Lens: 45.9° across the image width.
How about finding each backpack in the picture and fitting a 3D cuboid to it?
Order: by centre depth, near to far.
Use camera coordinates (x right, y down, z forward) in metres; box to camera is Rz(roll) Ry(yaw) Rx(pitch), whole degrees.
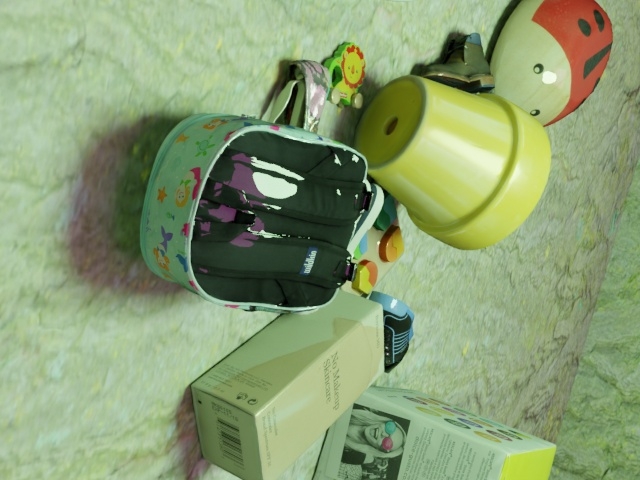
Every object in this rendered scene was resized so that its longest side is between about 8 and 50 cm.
[{"bbox_3d":[-0.087,-0.035,0.881,0.254,0.191,0.225,4,103,-53],"label":"backpack"}]

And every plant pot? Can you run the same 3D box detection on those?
[{"bbox_3d":[0.192,-0.140,1.208,0.239,0.254,0.253,24,83,-32],"label":"plant pot"}]

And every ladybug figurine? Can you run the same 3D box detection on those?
[{"bbox_3d":[0.517,-0.400,1.652,0.449,0.162,0.305,-44,137,-38],"label":"ladybug figurine"}]

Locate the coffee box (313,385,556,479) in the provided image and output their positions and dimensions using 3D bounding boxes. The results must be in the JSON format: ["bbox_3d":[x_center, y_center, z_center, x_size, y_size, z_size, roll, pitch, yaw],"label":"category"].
[{"bbox_3d":[0.206,0.490,1.430,0.338,0.335,0.337,21,87,-57],"label":"coffee box"}]

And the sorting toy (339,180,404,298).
[{"bbox_3d":[0.087,0.007,1.307,0.193,0.038,0.208,-46,139,-36],"label":"sorting toy"}]

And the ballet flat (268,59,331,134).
[{"bbox_3d":[-0.039,-0.138,1.031,0.079,0.077,0.221,7,94,-39],"label":"ballet flat"}]

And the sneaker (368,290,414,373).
[{"bbox_3d":[0.122,0.172,1.376,0.090,0.082,0.232,-64,155,-20],"label":"sneaker"}]

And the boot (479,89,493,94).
[{"bbox_3d":[0.288,-0.159,1.484,0.229,0.091,0.262,-19,117,-51],"label":"boot"}]

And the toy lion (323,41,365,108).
[{"bbox_3d":[0.035,-0.247,1.122,0.100,0.034,0.096,-5,101,-55],"label":"toy lion"}]

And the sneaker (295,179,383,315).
[{"bbox_3d":[0.000,0.000,1.146,0.095,0.090,0.235,27,88,-28],"label":"sneaker"}]

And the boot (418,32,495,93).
[{"bbox_3d":[0.239,-0.327,1.374,0.219,0.082,0.106,-7,88,-51],"label":"boot"}]

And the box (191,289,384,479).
[{"bbox_3d":[-0.036,0.206,1.134,0.311,0.121,0.147,-36,132,-43],"label":"box"}]
